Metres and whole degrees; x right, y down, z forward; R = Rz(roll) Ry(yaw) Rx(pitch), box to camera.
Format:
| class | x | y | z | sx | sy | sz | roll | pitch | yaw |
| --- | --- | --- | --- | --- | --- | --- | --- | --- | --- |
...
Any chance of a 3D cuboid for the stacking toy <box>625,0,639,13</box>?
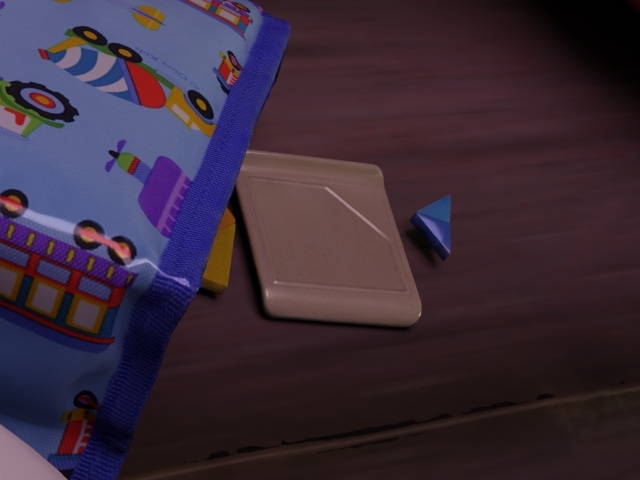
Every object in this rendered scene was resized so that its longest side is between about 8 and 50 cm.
| class | x | y | z | sx | sy | sz | roll | pitch | yaw |
| --- | --- | --- | --- | --- | --- | --- | --- | --- | --- |
| stacking toy | 0.262 | -0.133 | 0.840 | 0.350 | 0.350 | 0.480 | -17 | 80 | -40 |

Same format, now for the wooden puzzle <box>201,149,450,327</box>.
| class | x | y | z | sx | sy | sz | roll | pitch | yaw |
| --- | --- | --- | --- | --- | --- | --- | --- | --- | --- |
| wooden puzzle | 0.000 | 0.000 | 0.714 | 0.116 | 0.014 | 0.078 | 11 | 52 | -23 |

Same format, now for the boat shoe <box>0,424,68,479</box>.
| class | x | y | z | sx | sy | sz | roll | pitch | yaw |
| --- | --- | --- | --- | --- | --- | --- | --- | --- | --- |
| boat shoe | -0.226 | 0.079 | 0.439 | 0.340 | 0.127 | 0.158 | 21 | 50 | -2 |

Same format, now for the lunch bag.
| class | x | y | z | sx | sy | sz | roll | pitch | yaw |
| --- | --- | --- | --- | --- | --- | --- | --- | --- | --- |
| lunch bag | -0.130 | -0.059 | 0.614 | 0.221 | 0.138 | 0.293 | 23 | 35 | -4 |
